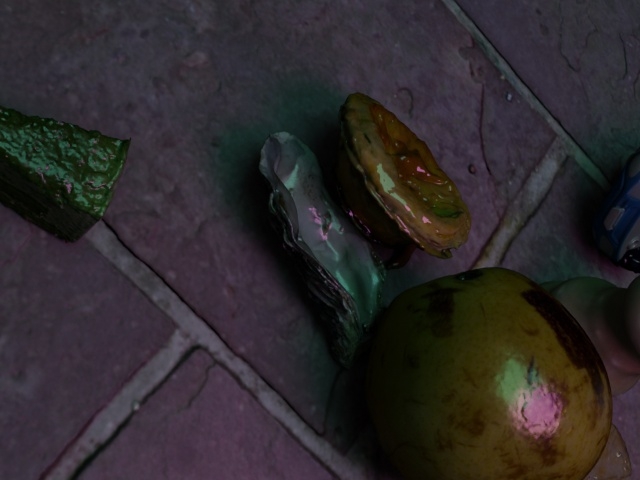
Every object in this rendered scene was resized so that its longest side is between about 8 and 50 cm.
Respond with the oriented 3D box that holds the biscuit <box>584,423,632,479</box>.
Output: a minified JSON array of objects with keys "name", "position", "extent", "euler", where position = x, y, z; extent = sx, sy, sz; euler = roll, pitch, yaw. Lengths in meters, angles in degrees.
[{"name":"biscuit","position":[0.337,0.317,1.133],"extent":[0.220,0.033,0.219],"euler":[4,82,-33]}]

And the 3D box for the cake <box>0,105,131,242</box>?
[{"name":"cake","position":[-0.315,-0.076,0.831],"extent":[0.235,0.100,0.099],"euler":[16,66,-27]}]

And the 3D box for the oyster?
[{"name":"oyster","position":[0.003,-0.001,1.013],"extent":[0.252,0.087,0.199],"euler":[51,28,-32]}]

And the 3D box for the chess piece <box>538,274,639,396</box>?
[{"name":"chess piece","position":[0.421,0.105,1.089],"extent":[0.182,0.330,0.182],"euler":[10,71,-29]}]

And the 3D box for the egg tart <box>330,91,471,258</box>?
[{"name":"egg tart","position":[0.089,-0.069,1.056],"extent":[0.241,0.106,0.241],"euler":[41,25,-25]}]

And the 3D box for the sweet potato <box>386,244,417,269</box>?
[{"name":"sweet potato","position":[0.120,0.003,1.123],"extent":[0.026,0.026,0.115],"euler":[43,62,-13]}]

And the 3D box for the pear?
[{"name":"pear","position":[0.187,0.164,0.966],"extent":[0.284,0.284,0.283],"euler":[11,69,-29]}]

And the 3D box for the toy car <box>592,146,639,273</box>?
[{"name":"toy car","position":[0.529,-0.077,1.316],"extent":[0.314,0.198,0.166],"euler":[-12,48,-31]}]
